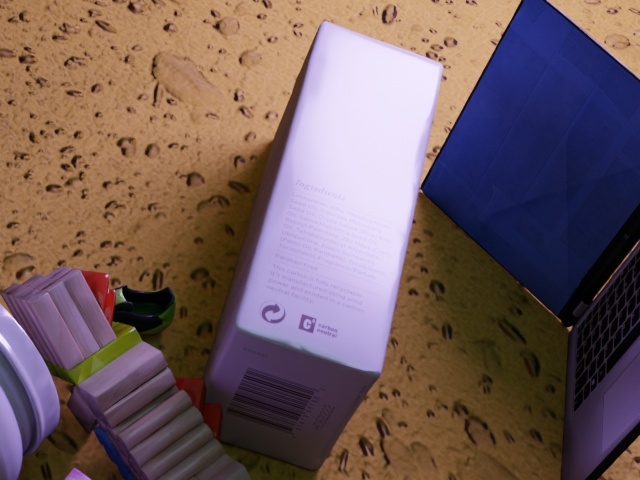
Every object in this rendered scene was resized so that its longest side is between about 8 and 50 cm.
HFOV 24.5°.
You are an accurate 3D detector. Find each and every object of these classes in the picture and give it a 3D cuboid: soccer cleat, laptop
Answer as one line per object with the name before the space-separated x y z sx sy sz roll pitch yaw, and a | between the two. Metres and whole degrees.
soccer cleat | -0.245 0.080 1.630 0.179 0.072 0.060 -8 59 -24
laptop | 0.259 0.017 1.654 0.236 0.382 0.408 16 52 -7

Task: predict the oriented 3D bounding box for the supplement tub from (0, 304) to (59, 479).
supplement tub | -0.433 0.200 1.374 0.241 0.241 0.331 41 53 12

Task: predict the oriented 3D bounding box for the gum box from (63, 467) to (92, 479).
gum box | -0.233 0.303 1.407 0.107 0.188 0.062 38 52 0

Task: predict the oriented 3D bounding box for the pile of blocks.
pile of blocks | -0.182 0.167 1.538 0.112 0.149 0.362 -34 86 -23

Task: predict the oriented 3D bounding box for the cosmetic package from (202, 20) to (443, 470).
cosmetic package | 0.000 0.000 1.675 0.161 0.230 0.453 19 53 -6
